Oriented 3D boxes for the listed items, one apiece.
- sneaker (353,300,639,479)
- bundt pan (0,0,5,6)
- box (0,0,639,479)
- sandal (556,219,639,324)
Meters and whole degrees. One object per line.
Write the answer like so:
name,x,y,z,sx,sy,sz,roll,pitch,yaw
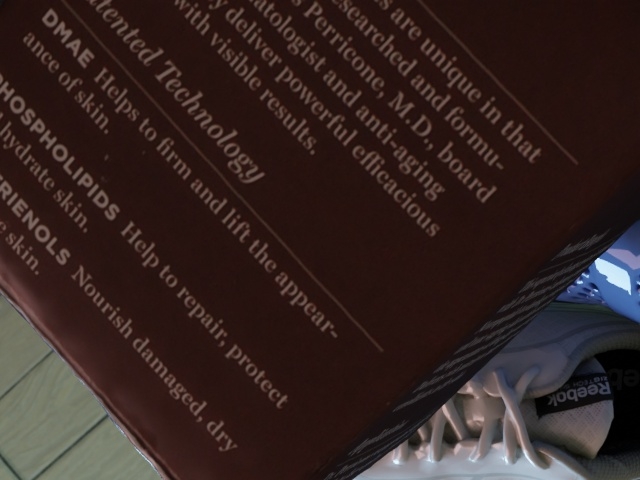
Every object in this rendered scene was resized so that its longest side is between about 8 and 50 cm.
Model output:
sneaker,0.067,0.066,0.793,0.118,0.292,0.110,-115,22,-77
bundt pan,-0.088,-0.112,0.972,0.331,0.124,0.330,52,152,44
box,0.014,-0.043,0.556,0.167,0.203,0.168,47,-162,10
sandal,0.081,-0.017,0.767,0.317,0.138,0.126,39,166,45
